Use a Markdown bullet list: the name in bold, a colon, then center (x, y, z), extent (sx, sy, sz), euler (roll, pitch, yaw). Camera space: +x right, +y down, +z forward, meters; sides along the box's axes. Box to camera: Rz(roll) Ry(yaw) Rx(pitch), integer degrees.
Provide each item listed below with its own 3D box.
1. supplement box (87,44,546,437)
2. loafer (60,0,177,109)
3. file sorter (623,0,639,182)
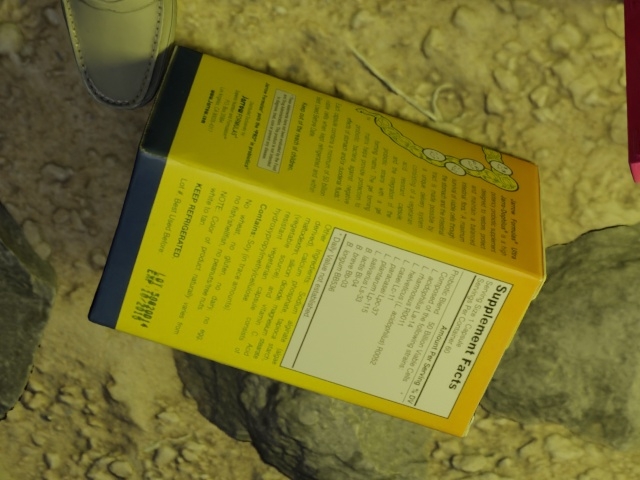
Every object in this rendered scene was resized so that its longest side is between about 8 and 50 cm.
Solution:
- **supplement box**: center (0.000, 0.000, 1.399), extent (0.356, 0.195, 0.194), euler (18, 124, -6)
- **loafer**: center (-0.184, -0.249, 1.340), extent (0.112, 0.111, 0.320), euler (2, 123, 6)
- **file sorter**: center (0.360, -0.082, 1.239), extent (0.202, 0.291, 0.182), euler (-11, 122, 17)
